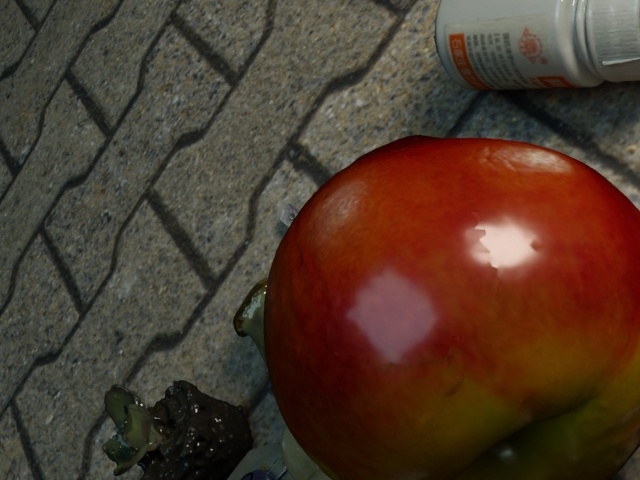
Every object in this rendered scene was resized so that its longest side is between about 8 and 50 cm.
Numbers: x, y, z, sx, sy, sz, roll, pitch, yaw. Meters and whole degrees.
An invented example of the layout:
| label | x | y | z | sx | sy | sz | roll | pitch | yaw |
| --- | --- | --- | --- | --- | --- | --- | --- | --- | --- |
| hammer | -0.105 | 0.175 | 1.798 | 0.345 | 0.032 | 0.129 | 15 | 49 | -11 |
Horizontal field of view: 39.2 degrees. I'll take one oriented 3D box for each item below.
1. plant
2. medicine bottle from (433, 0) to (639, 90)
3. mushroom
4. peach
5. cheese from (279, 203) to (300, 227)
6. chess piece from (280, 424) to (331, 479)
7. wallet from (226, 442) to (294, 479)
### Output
| label | x | y | z | sx | sy | sz | roll | pitch | yaw |
| --- | --- | --- | --- | --- | --- | --- | --- | --- | --- |
| plant | -0.196 | 0.264 | 1.200 | 0.131 | 0.203 | 0.142 | -49 | 51 | 28 |
| medicine bottle | 0.263 | -0.238 | 0.991 | 0.252 | 0.144 | 0.144 | 4 | 77 | 47 |
| mushroom | -0.011 | 0.165 | 1.150 | 0.100 | 0.081 | 0.312 | -56 | 49 | 16 |
| peach | 0.126 | 0.068 | 0.856 | 0.388 | 0.388 | 0.388 | -18 | 63 | 39 |
| cheese | 0.000 | 0.000 | 1.227 | 0.192 | 0.037 | 0.097 | 40 | 102 | 44 |
| chess piece | 0.035 | 0.293 | 0.957 | 0.143 | 0.143 | 0.260 | -45 | 55 | 22 |
| wallet | -0.063 | 0.397 | 1.080 | 0.335 | 0.068 | 0.274 | 19 | 70 | 51 |
